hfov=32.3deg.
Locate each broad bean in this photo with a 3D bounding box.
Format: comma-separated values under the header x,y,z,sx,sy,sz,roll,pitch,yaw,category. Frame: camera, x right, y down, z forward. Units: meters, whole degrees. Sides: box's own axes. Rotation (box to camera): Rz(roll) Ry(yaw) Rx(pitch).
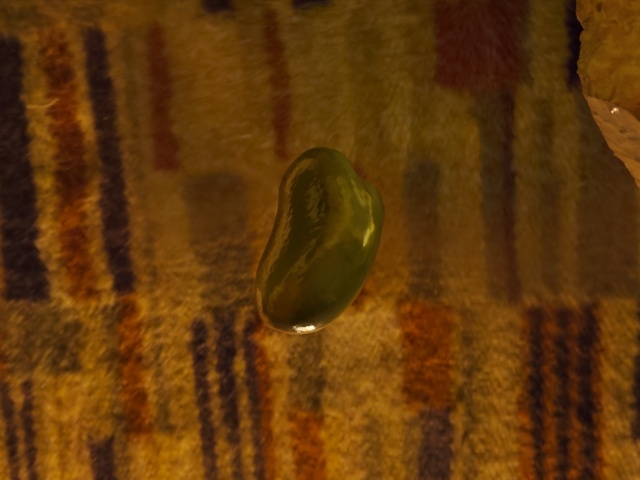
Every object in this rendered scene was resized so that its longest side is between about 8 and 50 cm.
x,y,z,sx,sy,sz,roll,pitch,yaw,category
0.000,0.000,0.452,0.063,0.083,0.045,-24,129,41,broad bean

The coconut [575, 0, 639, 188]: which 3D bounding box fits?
x,y,z,sx,sy,sz,roll,pitch,yaw,category
0.308,-0.123,0.663,0.254,0.297,0.297,-10,103,32,coconut
